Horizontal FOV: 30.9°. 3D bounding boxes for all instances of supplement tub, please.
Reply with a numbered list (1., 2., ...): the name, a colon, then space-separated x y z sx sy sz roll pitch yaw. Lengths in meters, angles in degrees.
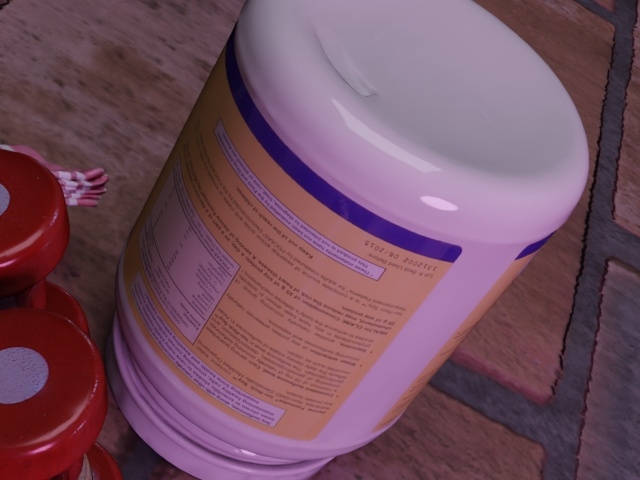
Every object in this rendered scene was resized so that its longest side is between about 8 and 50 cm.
1. supplement tub: 0.000 0.000 0.802 0.241 0.331 0.241 20 40 -18

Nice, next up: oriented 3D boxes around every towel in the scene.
1. towel: -0.272 -0.059 0.843 0.197 0.029 0.144 4 11 -44

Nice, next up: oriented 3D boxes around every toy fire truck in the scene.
1. toy fire truck: -0.258 0.096 0.686 0.253 0.169 0.302 -12 52 -13
